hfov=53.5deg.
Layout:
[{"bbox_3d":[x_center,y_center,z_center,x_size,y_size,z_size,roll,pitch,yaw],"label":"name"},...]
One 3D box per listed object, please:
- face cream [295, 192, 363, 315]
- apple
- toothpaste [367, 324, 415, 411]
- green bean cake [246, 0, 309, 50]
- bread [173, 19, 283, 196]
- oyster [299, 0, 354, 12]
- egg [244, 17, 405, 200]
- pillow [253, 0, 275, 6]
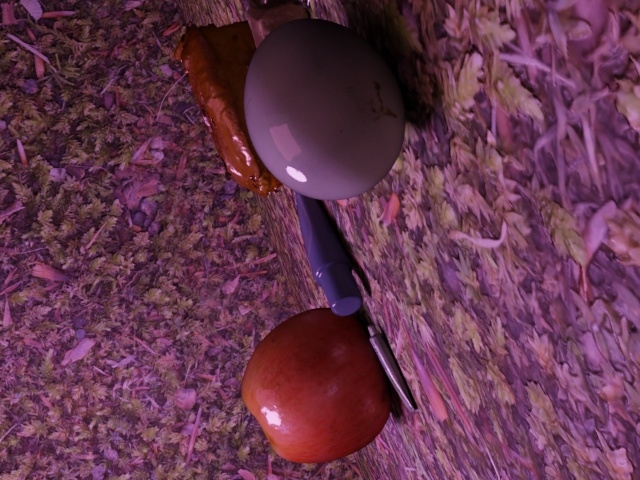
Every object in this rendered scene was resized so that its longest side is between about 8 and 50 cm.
[{"bbox_3d":[0.000,0.000,1.425,0.135,0.087,0.385,80,170,-49],"label":"face cream"},{"bbox_3d":[-0.016,0.351,1.526,0.364,0.364,0.363,159,90,-81],"label":"apple"},{"bbox_3d":[0.148,0.267,1.327,0.197,0.029,0.048,64,170,12],"label":"toothpaste"},{"bbox_3d":[-0.054,-0.302,1.052,0.109,0.085,0.179,-126,19,-63],"label":"green bean cake"},{"bbox_3d":[-0.148,-0.276,1.293,0.358,0.204,0.337,63,167,12],"label":"bread"},{"bbox_3d":[-0.041,-0.368,0.687,0.350,0.158,0.162,-106,15,-46],"label":"oyster"},{"bbox_3d":[0.000,-0.162,0.755,0.182,0.183,0.264,81,172,-51],"label":"egg"},{"bbox_3d":[-0.128,-0.497,1.178,0.113,0.038,0.203,78,168,-45],"label":"pillow"}]
